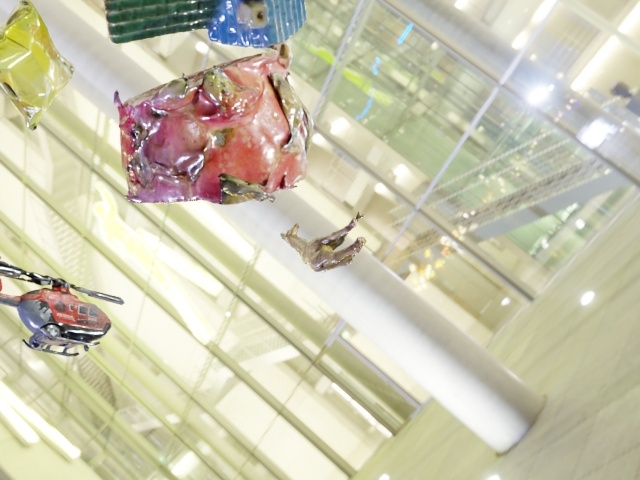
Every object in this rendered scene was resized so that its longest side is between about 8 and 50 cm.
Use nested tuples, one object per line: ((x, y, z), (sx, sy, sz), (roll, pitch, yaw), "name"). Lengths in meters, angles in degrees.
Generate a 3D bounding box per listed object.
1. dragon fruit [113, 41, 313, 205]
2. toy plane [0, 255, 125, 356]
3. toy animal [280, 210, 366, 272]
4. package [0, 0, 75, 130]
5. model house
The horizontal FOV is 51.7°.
((-0.104, -0.121, 0.676), (0.211, 0.147, 0.282), (-11, 13, -17), "dragon fruit")
((-0.216, 0.051, 0.510), (0.037, 0.060, 0.145), (-26, -36, 38), "toy plane")
((-0.003, 0.008, 1.401), (0.275, 0.054, 0.149), (-14, 50, 48), "toy animal")
((-0.524, -0.318, 1.185), (0.226, 0.090, 0.168), (91, -159, -66), "package")
((-0.256, -0.612, 1.379), (0.445, 0.400, 0.395), (-13, -50, -14), "model house")
